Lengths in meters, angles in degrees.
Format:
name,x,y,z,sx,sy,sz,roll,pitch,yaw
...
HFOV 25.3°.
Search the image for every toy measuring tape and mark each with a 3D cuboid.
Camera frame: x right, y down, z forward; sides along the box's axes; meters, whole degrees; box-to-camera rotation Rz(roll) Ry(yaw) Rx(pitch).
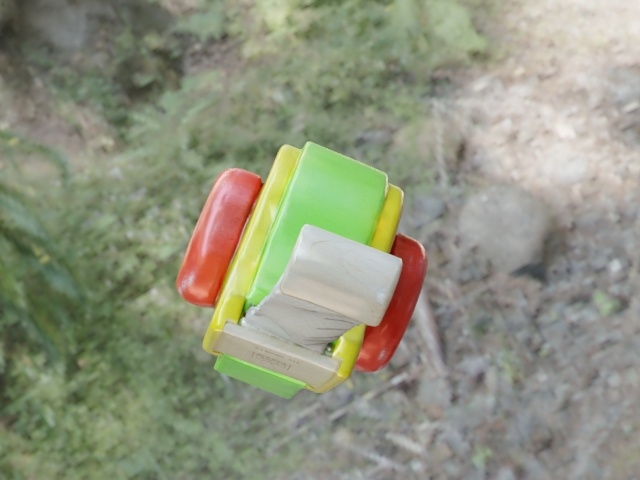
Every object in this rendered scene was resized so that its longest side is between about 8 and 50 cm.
name,x,y,z,sx,sy,sz,roll,pitch,yaw
toy measuring tape,0.000,0.000,0.622,0.121,0.121,0.330,-33,-5,-12
